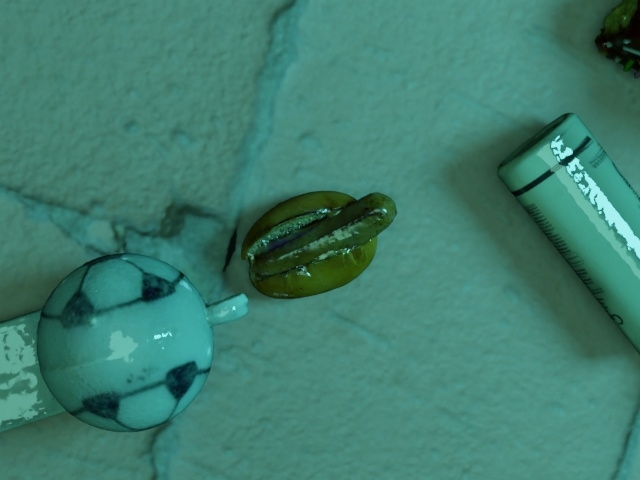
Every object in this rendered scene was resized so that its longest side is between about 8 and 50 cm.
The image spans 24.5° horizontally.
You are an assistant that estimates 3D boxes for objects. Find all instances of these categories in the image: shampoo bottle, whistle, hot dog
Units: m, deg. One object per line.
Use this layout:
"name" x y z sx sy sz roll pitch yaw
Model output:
"shampoo bottle" 0.262 0.016 1.267 0.085 0.085 0.262 -38 93 4
"whistle" -0.197 0.097 1.246 0.290 0.163 0.163 -18 95 2
"hot dog" 0.000 0.002 1.283 0.140 0.060 0.090 -15 99 -2

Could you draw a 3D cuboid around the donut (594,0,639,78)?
"donut" 0.324 -0.247 1.238 0.216 0.096 0.230 2 95 1
